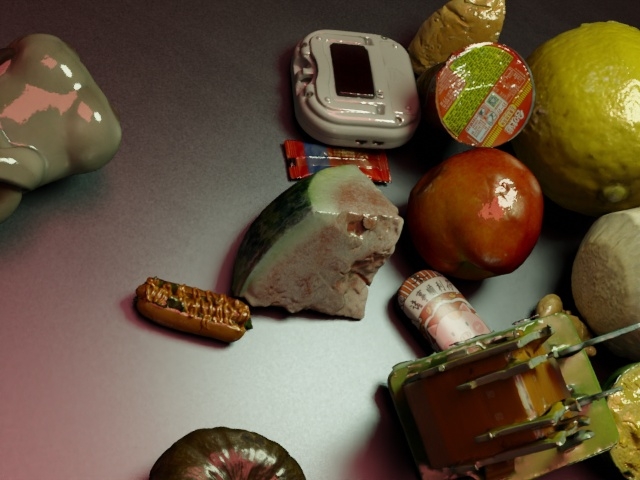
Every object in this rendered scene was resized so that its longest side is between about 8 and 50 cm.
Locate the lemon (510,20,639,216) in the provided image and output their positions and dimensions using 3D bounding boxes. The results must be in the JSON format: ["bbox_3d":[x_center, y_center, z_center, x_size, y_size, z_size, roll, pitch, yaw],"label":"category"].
[{"bbox_3d":[0.536,-0.202,1.485,0.364,0.364,0.364,11,58,-17],"label":"lemon"}]

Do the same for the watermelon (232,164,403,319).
[{"bbox_3d":[0.000,0.000,1.274,0.232,0.193,0.310,30,30,15],"label":"watermelon"}]

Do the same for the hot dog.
[{"bbox_3d":[-0.186,0.103,1.176,0.188,0.055,0.072,16,55,-13],"label":"hot dog"}]

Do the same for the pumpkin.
[{"bbox_3d":[-0.120,0.343,1.001,0.219,0.162,0.218,12,60,-21],"label":"pumpkin"}]

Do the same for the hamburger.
[{"bbox_3d":[0.281,-0.413,1.585,0.155,0.207,0.135,6,56,-25],"label":"hamburger"}]

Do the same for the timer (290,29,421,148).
[{"bbox_3d":[0.067,-0.291,1.479,0.237,0.087,0.261,3,56,-14],"label":"timer"}]

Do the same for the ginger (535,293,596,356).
[{"bbox_3d":[0.409,0.182,1.371,0.115,0.081,0.205,50,48,-6],"label":"ginger"}]

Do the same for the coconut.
[{"bbox_3d":[0.624,0.070,1.411,0.329,0.329,0.328,11,58,-17],"label":"coconut"}]

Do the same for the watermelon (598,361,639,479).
[{"bbox_3d":[0.549,0.304,1.324,0.232,0.127,0.204,-12,85,-16],"label":"watermelon"}]

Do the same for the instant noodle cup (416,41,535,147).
[{"bbox_3d":[0.266,-0.273,1.474,0.193,0.212,0.193,-2,101,-13],"label":"instant noodle cup"}]

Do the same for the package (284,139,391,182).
[{"bbox_3d":[0.033,-0.144,1.434,0.201,0.022,0.083,1,61,-22],"label":"package"}]

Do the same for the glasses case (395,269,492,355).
[{"bbox_3d":[0.231,0.167,1.308,0.103,0.067,0.266,-33,78,-29],"label":"glasses case"}]

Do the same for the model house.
[{"bbox_3d":[0.315,0.229,1.102,0.358,0.313,0.242,-15,80,-11],"label":"model house"}]

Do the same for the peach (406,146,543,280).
[{"bbox_3d":[0.268,-0.048,1.368,0.244,0.199,0.243,-1,68,3],"label":"peach"}]

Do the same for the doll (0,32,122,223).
[{"bbox_3d":[-0.453,-0.147,1.115,0.370,0.226,0.214,-47,121,-40],"label":"doll"}]
